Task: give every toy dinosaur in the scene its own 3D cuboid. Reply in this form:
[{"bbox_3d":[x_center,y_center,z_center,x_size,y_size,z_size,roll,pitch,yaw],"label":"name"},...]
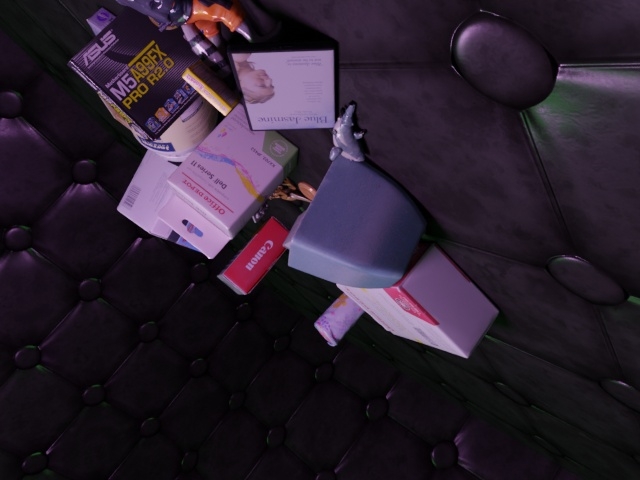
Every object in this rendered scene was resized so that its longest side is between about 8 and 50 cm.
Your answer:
[{"bbox_3d":[-0.084,-0.143,1.660,0.212,0.064,0.112,16,168,28],"label":"toy dinosaur"}]

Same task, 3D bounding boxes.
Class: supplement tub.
[{"bbox_3d":[-0.387,-0.359,1.344,0.235,0.235,0.325,36,165,12],"label":"supplement tub"}]

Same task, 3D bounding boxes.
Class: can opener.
[{"bbox_3d":[-0.252,-0.154,1.961,0.095,0.076,0.283,34,164,15],"label":"can opener"}]

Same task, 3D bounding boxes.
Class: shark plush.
[{"bbox_3d":[0.063,-0.224,1.086,0.067,0.073,0.161,16,139,10],"label":"shark plush"}]

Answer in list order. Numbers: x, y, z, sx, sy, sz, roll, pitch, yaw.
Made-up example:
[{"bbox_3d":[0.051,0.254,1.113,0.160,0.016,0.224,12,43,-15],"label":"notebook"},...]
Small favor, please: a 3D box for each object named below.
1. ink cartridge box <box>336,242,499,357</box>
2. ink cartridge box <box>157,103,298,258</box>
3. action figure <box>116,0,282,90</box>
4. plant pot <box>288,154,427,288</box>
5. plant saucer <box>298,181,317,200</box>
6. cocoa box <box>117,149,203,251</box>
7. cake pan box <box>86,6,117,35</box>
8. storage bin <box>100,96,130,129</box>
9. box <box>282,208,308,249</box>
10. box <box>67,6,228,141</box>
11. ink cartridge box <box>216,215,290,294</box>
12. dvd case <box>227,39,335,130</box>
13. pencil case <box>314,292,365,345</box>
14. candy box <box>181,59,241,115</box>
[{"bbox_3d":[0.248,0.148,1.488,0.279,0.160,0.385,43,164,-17],"label":"ink cartridge box"},{"bbox_3d":[-0.244,-0.151,1.388,0.207,0.353,0.119,38,166,4],"label":"ink cartridge box"},{"bbox_3d":[-0.235,-0.411,0.902,0.330,0.178,0.341,26,-173,-30],"label":"action figure"},{"bbox_3d":[0.093,-0.015,1.238,0.252,0.247,0.248,27,165,3],"label":"plant pot"},{"bbox_3d":[-0.033,-0.141,1.587,0.084,0.013,0.083,37,166,11],"label":"plant saucer"},{"bbox_3d":[-0.414,-0.174,1.670,0.232,0.346,0.228,26,179,40],"label":"cocoa box"},{"bbox_3d":[-0.520,-0.507,1.557,0.246,0.070,0.267,38,166,12],"label":"cake pan box"},{"bbox_3d":[-0.611,-0.454,1.824,0.260,0.123,0.262,36,165,10],"label":"storage bin"},{"bbox_3d":[0.000,0.000,1.665,0.181,0.119,0.182,29,167,-10],"label":"box"},{"bbox_3d":[-0.339,-0.374,1.112,0.216,0.270,0.060,48,164,-29],"label":"box"},{"bbox_3d":[-0.256,0.062,2.158,0.130,0.309,0.272,41,165,-9],"label":"ink cartridge box"},{"bbox_3d":[-0.063,-0.281,1.009,0.181,0.022,0.253,-2,161,1],"label":"dvd case"},{"bbox_3d":[0.103,0.256,1.963,0.113,0.273,0.124,29,159,54],"label":"pencil case"},{"bbox_3d":[-0.194,-0.316,1.060,0.105,0.027,0.205,39,-154,-14],"label":"candy box"}]
